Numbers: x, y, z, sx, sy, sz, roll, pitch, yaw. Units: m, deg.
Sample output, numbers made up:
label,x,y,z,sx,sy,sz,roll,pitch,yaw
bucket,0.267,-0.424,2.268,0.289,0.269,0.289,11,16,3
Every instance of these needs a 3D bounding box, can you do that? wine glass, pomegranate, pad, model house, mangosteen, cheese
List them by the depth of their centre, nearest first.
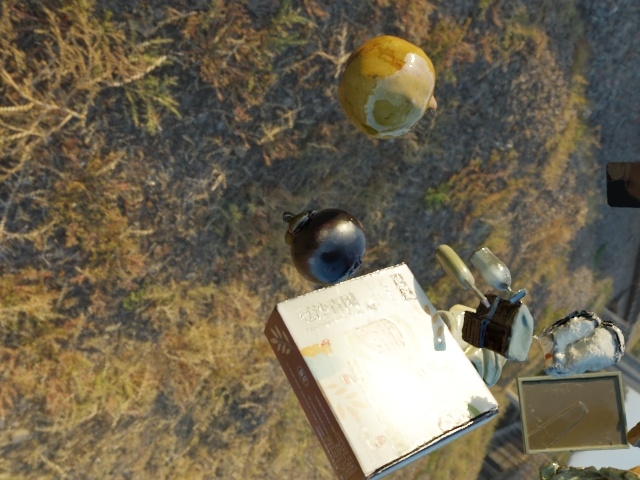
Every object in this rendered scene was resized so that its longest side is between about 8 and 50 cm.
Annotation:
label,x,y,z,sx,sy,sz,roll,pitch,yaw
cheese,0.313,0.085,1.373,0.037,0.192,0.097,-34,125,3
pad,0.741,-0.127,1.457,0.003,0.157,0.112,-27,114,-44
model house,0.407,0.197,1.479,0.106,0.152,0.165,-9,110,-47
pomegranate,0.177,-0.390,1.644,0.264,0.264,0.264,-38,150,-27
mangosteen,0.000,0.000,1.775,0.228,0.265,0.228,-50,172,-10
wine glass,0.649,0.130,2.316,0.103,0.222,0.103,-26,151,-15

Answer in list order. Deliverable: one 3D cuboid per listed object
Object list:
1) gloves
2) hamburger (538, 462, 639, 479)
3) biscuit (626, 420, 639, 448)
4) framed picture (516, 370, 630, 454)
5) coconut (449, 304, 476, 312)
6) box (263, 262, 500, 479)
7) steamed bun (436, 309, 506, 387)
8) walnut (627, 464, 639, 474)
label,x,y,z,sx,sy,sz,roll,pitch,yaw
gloves,0.489,0.194,1.193,0.153,0.114,0.070,-27,149,34
hamburger,0.621,0.601,1.405,0.192,0.288,0.167,36,55,-32
biscuit,0.668,0.378,1.095,0.033,0.224,0.144,-32,155,-54
framed picture,0.816,0.557,2.046,0.022,0.335,0.247,72,13,-82
coconut,0.488,0.294,2.097,0.147,0.153,0.147,-5,101,-23
box,0.123,0.271,1.329,0.345,0.385,0.122,-15,151,-30
steamed bun,0.348,0.359,1.843,0.346,0.394,0.237,89,10,-61
walnut,0.857,0.679,1.582,0.257,0.225,0.256,-11,104,-53
